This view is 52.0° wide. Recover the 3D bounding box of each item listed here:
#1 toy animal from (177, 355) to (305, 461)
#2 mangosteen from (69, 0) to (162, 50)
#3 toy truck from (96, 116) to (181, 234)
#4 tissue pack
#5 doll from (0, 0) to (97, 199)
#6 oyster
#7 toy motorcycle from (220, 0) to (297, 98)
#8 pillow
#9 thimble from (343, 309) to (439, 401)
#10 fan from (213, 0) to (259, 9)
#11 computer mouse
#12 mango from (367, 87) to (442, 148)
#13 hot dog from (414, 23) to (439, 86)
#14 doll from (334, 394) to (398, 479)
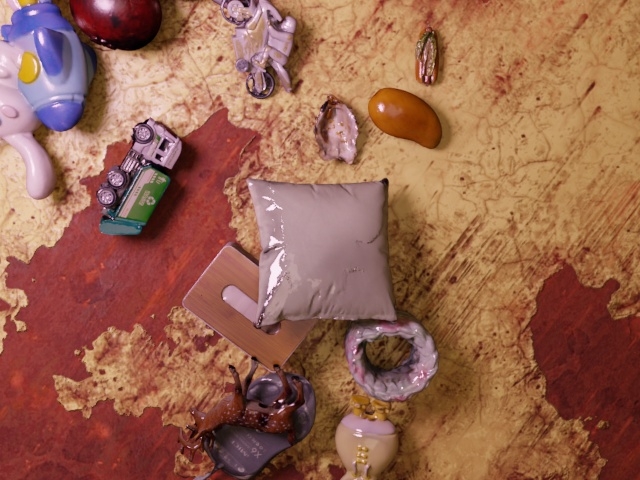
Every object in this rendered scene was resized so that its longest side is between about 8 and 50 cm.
[{"bbox_3d":[-0.165,0.365,1.351,0.243,0.087,0.260,17,111,3],"label":"toy animal"},{"bbox_3d":[-0.398,-0.479,1.306,0.199,0.200,0.200,0,95,-5],"label":"mangosteen"},{"bbox_3d":[-0.385,-0.128,1.371,0.124,0.114,0.253,31,92,-20],"label":"toy truck"},{"bbox_3d":[-0.146,0.135,1.400,0.246,0.136,0.159,38,92,-7],"label":"tissue pack"},{"bbox_3d":[-0.589,-0.325,1.293,0.365,0.187,0.376,-44,115,8],"label":"doll"},{"bbox_3d":[0.032,-0.242,1.421,0.103,0.051,0.148,0,104,-16],"label":"oyster"},{"bbox_3d":[-0.115,-0.412,1.367,0.151,0.074,0.229,-19,116,-2],"label":"toy motorcycle"},{"bbox_3d":[0.009,0.019,1.325,0.310,0.119,0.313,-1,78,-15],"label":"pillow"},{"bbox_3d":[0.144,0.240,1.429,0.211,0.149,0.185,35,94,-6],"label":"thimble"},{"bbox_3d":[-0.228,-0.538,1.362,0.244,0.074,0.130,27,93,-11],"label":"fan"},{"bbox_3d":[-0.156,0.424,1.456,0.379,0.090,0.167,-42,90,14],"label":"computer mouse"},{"bbox_3d":[0.189,-0.264,1.417,0.184,0.085,0.102,25,93,-12],"label":"mango"},{"bbox_3d":[0.232,-0.402,1.428,0.056,0.041,0.133,0,95,-5],"label":"hot dog"},{"bbox_3d":[0.096,0.493,1.453,0.141,0.117,0.296,6,88,7],"label":"doll"}]
